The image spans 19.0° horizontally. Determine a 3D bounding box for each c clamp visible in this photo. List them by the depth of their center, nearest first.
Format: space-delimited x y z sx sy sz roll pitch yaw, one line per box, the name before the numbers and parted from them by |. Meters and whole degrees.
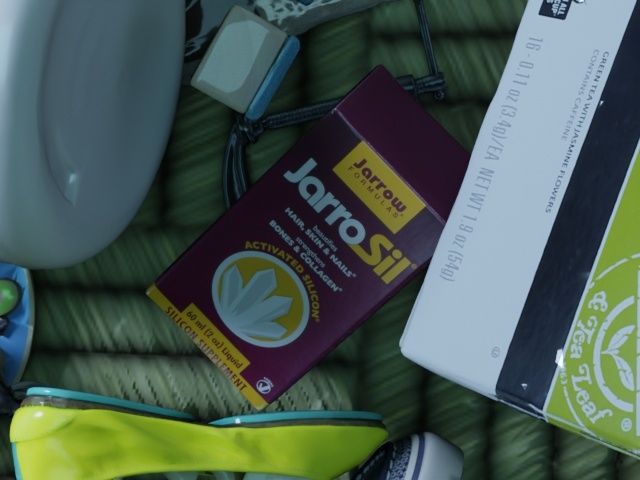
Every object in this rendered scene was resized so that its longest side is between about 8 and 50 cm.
c clamp | 0.009 -0.064 1.196 0.160 0.022 0.137 -19 96 3

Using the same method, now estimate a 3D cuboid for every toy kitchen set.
toy kitchen set | 0.044 -0.142 1.113 0.166 0.122 0.207 29 94 -6

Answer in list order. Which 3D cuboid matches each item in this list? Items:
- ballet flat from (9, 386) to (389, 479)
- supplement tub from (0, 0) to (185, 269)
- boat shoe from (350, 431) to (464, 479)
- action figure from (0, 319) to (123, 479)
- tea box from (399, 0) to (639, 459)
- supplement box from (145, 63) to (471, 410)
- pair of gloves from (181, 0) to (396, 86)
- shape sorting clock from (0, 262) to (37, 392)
ballet flat | -0.068 0.131 1.100 0.231 0.077 0.077 7 77 -25
supplement tub | -0.259 -0.117 1.087 0.316 0.228 0.228 11 93 17
boat shoe | -0.059 0.238 1.154 0.158 0.127 0.340 30 94 -6
action figure | -0.206 0.151 1.141 0.164 0.141 0.276 -23 68 29
tea box | 0.266 -0.026 0.987 0.323 0.220 0.329 19 90 47
supplement box | 0.000 0.000 1.127 0.104 0.081 0.188 46 123 -1
pair of gloves | -0.077 -0.219 1.181 0.204 0.042 0.240 -25 96 -1
shape sorting clock | -0.282 0.043 1.205 0.206 0.040 0.206 0 92 4
